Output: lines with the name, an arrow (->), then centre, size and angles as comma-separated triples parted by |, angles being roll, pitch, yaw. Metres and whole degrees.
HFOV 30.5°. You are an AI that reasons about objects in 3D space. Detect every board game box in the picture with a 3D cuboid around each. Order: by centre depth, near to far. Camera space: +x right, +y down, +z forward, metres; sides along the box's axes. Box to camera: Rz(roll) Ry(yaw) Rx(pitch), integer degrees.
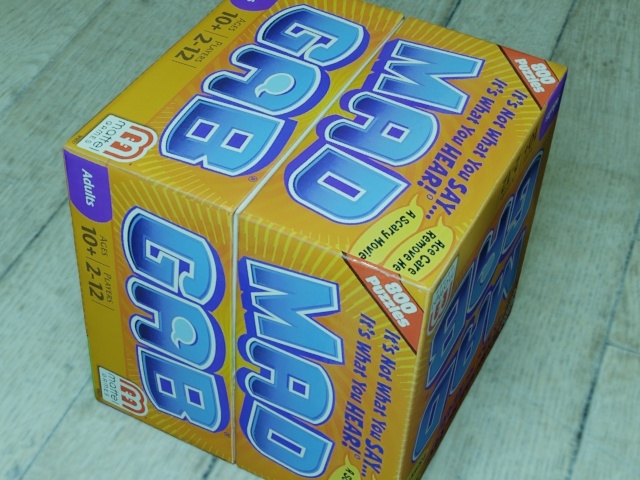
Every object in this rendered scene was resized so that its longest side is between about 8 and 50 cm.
board game box -> 0.000, 0.000, 1.206 | 0.356, 0.357, 0.356 | 21, 46, 17
